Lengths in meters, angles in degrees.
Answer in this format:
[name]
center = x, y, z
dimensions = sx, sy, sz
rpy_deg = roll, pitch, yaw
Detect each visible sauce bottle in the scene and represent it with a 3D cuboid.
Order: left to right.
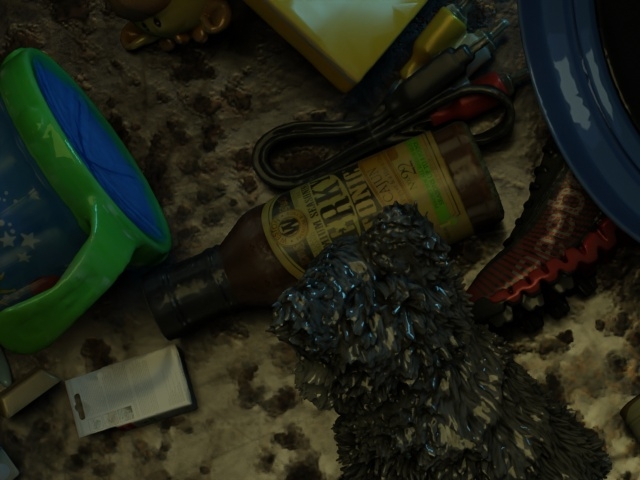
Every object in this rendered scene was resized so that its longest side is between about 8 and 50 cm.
[sauce bottle]
center = 0.000, 0.000, 1.517
dimensions = 0.344, 0.111, 0.111
rpy_deg = -25, 72, 3

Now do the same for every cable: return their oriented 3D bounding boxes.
[cable]
center = 0.077, -0.117, 1.584
dimensions = 0.287, 0.072, 0.139
rpy_deg = -34, 89, 10

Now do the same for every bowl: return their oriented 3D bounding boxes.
[bowl]
center = 0.297, -0.179, 1.302
dimensions = 0.077, 0.391, 0.391
rpy_deg = -16, 70, -24

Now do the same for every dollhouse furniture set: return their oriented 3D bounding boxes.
[dollhouse furniture set]
center = -0.279, 0.184, 1.528
dimensions = 0.114, 0.091, 0.081
rpy_deg = -37, 108, -20

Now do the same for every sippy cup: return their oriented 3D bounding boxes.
[sippy cup]
center = -0.295, -0.025, 1.505
dimensions = 0.224, 0.305, 0.240
rpy_deg = -34, 95, 6

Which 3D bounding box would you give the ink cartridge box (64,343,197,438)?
[ink cartridge box]
center = -0.182, 0.147, 1.543
dimensions = 0.115, 0.029, 0.062
rpy_deg = -18, 73, 4

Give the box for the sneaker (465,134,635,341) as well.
[sneaker]
center = 0.226, -0.020, 1.497
dimensions = 0.276, 0.097, 0.135
rpy_deg = -38, 73, -6

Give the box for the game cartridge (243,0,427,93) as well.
[game cartridge]
center = -0.008, -0.348, 1.556
dimensions = 0.324, 0.053, 0.285
rpy_deg = 42, 68, -6

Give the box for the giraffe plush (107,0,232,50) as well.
[giraffe plush]
center = -0.167, -0.282, 1.615
dimensions = 0.210, 0.181, 0.170
rpy_deg = 4, 83, -26

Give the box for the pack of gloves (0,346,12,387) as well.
[pack of gloves]
center = -0.421, 0.098, 1.594
dimensions = 0.195, 0.046, 0.232
rpy_deg = -17, 72, -12

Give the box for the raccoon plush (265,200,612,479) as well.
[raccoon plush]
center = 0.159, 0.145, 1.309
dimensions = 0.446, 0.299, 0.216
rpy_deg = 18, 56, 31

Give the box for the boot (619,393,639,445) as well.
[boot]
center = 0.390, 0.170, 1.408
dimensions = 0.213, 0.077, 0.165
rpy_deg = -34, 72, 24
